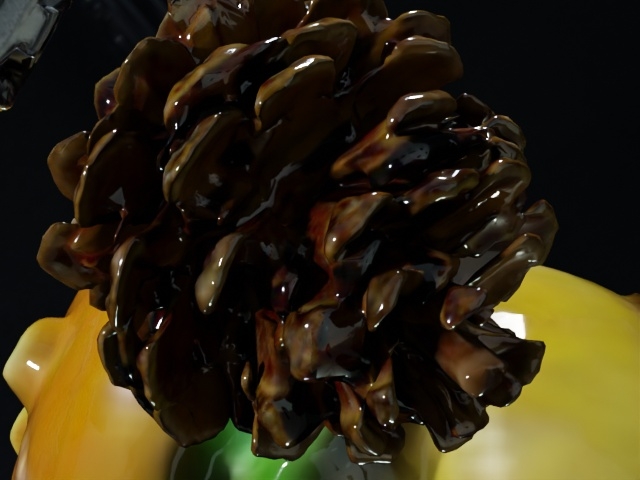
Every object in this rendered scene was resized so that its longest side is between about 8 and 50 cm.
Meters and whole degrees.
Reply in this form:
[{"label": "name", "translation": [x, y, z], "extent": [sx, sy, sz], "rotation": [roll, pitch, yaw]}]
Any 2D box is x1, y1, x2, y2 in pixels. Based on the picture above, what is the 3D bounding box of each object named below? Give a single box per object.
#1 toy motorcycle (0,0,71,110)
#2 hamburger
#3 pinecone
[{"label": "toy motorcycle", "translation": [-0.216, -0.138, 0.727], "extent": [0.263, 0.157, 0.091], "rotation": [31, -99, -15]}, {"label": "hamburger", "translation": [-0.019, 0.178, 0.839], "extent": [0.277, 0.396, 0.396], "rotation": [9, -119, -2]}, {"label": "pinecone", "translation": [0.000, 0.000, 0.614], "extent": [0.173, 0.173, 0.173], "rotation": [16, -119, -31]}]
